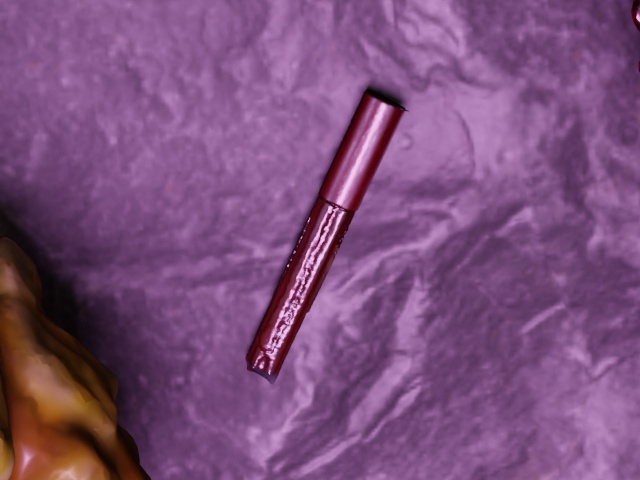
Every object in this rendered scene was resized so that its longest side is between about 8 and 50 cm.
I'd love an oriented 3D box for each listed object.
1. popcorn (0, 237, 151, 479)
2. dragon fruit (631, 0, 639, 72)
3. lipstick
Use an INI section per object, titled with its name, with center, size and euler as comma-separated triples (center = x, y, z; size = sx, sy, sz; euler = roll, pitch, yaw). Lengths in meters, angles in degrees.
[popcorn]
center = -0.241, 0.127, 0.645
size = 0.326, 0.321, 0.290
euler = 14, 103, -25
[dragon fruit]
center = 0.247, -0.242, 0.695
size = 0.282, 0.100, 0.343
euler = -14, 106, -1
[lipstick]
center = 0.000, 0.000, 0.778
size = 0.027, 0.027, 0.176
euler = 24, 102, -8
